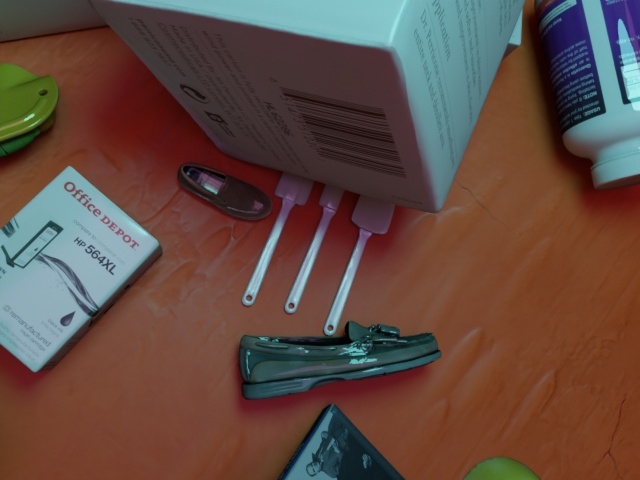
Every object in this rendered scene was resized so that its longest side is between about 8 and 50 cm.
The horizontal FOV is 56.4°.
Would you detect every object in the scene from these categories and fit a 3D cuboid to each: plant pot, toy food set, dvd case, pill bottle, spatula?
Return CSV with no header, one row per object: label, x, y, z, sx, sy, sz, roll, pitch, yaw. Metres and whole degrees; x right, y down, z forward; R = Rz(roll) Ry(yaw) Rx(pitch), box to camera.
plant pot,0.261,0.364,0.787,0.134,0.095,0.134,2,80,-12
toy food set,-0.430,-0.141,0.747,0.218,0.071,0.128,-23,62,-16
dvd case,0.021,0.333,0.702,0.179,0.029,0.239,48,36,-1
pill bottle,0.437,-0.246,0.882,0.182,0.181,0.322,-7,83,-13
spatula,0.000,0.000,0.832,0.168,0.019,0.242,22,77,-8

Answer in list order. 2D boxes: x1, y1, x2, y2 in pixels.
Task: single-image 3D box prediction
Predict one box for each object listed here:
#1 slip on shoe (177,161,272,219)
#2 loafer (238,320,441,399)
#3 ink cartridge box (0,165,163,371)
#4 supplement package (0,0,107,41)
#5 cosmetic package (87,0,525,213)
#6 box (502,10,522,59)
slip on shoe,-0.128,-0.068,0.804,0.135,0.041,0.051,28,76,-5
loafer,0.026,0.142,0.775,0.268,0.096,0.084,-9,83,-11
ink cartridge box,-0.316,0.033,0.725,0.148,0.086,0.203,41,76,-3
supplement package,-0.373,-0.373,0.733,0.293,0.177,0.175,-14,83,-14
cosmetic package,0.035,-0.300,0.676,0.327,0.329,0.393,18,75,24
box,0.227,-0.365,0.903,0.130,0.091,0.170,9,79,-11
